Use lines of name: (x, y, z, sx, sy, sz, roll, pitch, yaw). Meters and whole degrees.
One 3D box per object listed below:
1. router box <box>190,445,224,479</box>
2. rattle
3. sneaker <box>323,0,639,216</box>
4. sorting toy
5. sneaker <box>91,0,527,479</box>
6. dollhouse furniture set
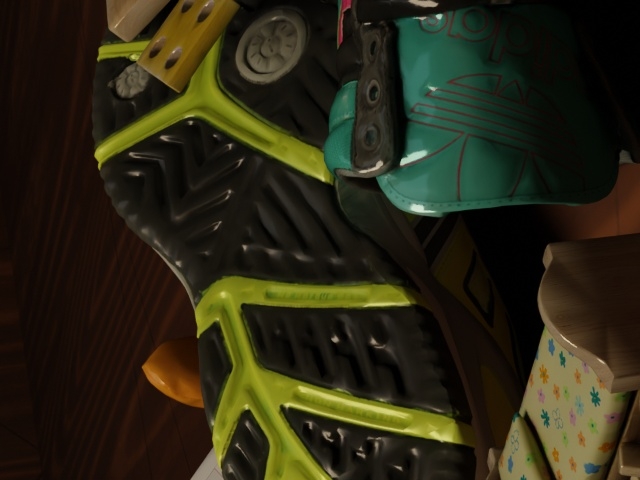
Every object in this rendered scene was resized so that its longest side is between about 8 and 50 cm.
router box: (-0.034, 0.285, 0.852, 0.301, 0.082, 0.335, -55, 33, 1)
rattle: (-0.042, 0.134, 1.144, 0.130, 0.142, 0.200, 59, 151, 17)
sneaker: (0.060, -0.101, 0.681, 0.295, 0.123, 0.178, 98, 165, -65)
sorting toy: (-0.069, -0.177, 0.882, 0.132, 0.046, 0.274, -43, 31, 22)
sneaker: (0.000, 0.000, 0.874, 0.147, 0.145, 0.385, 35, -145, -53)
dollhouse furniture set: (0.119, 0.115, 0.602, 0.182, 0.101, 0.161, 99, 159, -43)
